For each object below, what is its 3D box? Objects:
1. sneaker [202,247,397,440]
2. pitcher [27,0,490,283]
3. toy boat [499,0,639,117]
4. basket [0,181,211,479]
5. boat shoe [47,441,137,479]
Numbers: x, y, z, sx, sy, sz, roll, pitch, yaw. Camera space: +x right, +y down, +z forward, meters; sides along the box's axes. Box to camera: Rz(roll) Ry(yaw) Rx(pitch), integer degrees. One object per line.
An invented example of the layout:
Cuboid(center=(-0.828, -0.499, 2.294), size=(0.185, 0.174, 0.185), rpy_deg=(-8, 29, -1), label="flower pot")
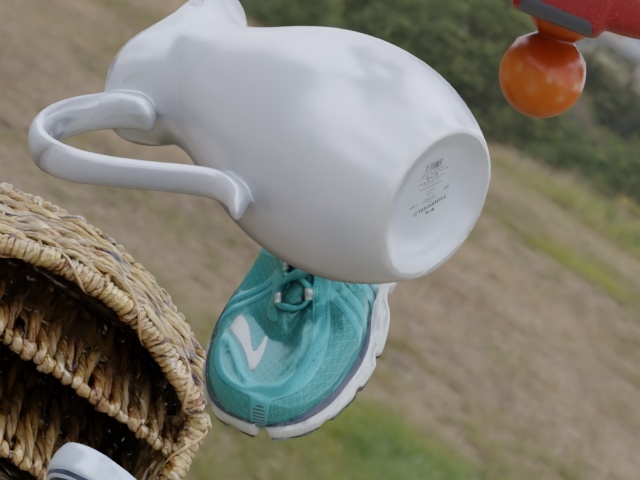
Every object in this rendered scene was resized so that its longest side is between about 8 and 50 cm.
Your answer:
Cuboid(center=(0.000, 0.000, 1.144), size=(0.107, 0.275, 0.110), rpy_deg=(14, -36, 17), label="sneaker")
Cuboid(center=(-0.033, -0.048, 0.964), size=(0.207, 0.125, 0.177), rpy_deg=(29, 46, 35), label="pitcher")
Cuboid(center=(0.167, -0.156, 1.260), size=(0.151, 0.151, 0.231), rpy_deg=(22, 17, 7), label="toy boat")
Cuboid(center=(-0.239, 0.116, 1.513), size=(0.299, 0.213, 0.223), rpy_deg=(39, 21, -18), label="basket")
Cuboid(center=(-0.101, 0.179, 0.847), size=(0.065, 0.083, 0.183), rpy_deg=(17, -40, 32), label="boat shoe")
